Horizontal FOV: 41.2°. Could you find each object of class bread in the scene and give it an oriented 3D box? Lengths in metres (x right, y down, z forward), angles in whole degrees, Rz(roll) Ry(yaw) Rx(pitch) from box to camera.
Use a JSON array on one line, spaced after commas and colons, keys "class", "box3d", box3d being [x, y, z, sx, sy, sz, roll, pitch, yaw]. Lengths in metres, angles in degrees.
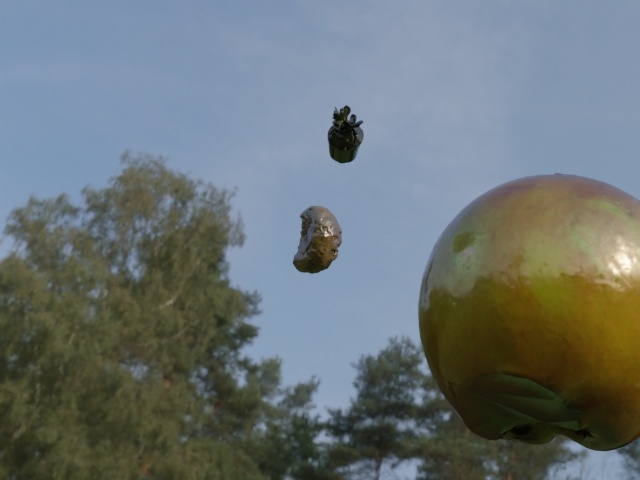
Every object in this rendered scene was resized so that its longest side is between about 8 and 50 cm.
[{"class": "bread", "box3d": [0.000, 0.000, 1.376, 0.060, 0.113, 0.082, 19, -14, -30]}]

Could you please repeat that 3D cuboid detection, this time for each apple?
[{"class": "apple", "box3d": [0.314, 0.111, 1.121, 0.374, 0.374, 0.384, -22, -55, 39]}]

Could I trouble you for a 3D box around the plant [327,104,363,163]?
[{"class": "plant", "box3d": [0.035, -0.149, 1.156, 0.051, 0.051, 0.102, 12, -28, 4]}]
